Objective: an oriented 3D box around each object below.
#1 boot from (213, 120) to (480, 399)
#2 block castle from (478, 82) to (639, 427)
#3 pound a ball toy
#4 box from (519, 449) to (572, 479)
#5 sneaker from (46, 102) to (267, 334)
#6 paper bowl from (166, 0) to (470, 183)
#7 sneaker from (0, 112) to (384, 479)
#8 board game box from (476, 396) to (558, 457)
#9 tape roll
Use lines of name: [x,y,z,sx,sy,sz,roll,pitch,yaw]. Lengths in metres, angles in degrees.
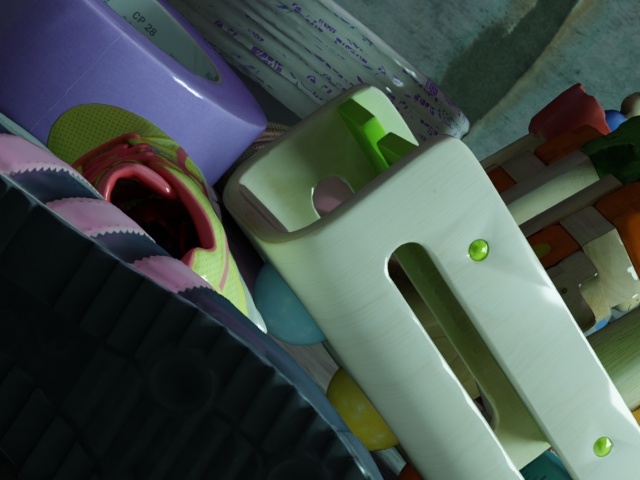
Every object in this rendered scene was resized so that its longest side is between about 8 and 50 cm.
boot: [0.031,0.016,1.273,0.262,0.095,0.203,28,16,-49]
block castle: [0.272,0.065,1.260,0.303,0.213,0.453,59,1,-20]
pound a ball toy: [0.061,0.070,0.967,0.319,0.136,0.208,57,-6,-27]
box: [0.199,0.239,1.065,0.100,0.060,0.244,36,12,-38]
sneaker: [-0.090,-0.017,0.840,0.208,0.081,0.094,51,-11,42]
paper bowl: [-0.023,-0.128,1.426,0.284,0.148,0.284,37,1,-1]
sneaker: [-0.088,0.029,0.628,0.319,0.112,0.131,44,12,-6]
board game box: [0.205,0.165,1.532,0.281,0.027,0.145,40,11,-20]
tape roll: [-0.165,-0.139,1.129,0.275,0.090,0.275,43,9,-9]
